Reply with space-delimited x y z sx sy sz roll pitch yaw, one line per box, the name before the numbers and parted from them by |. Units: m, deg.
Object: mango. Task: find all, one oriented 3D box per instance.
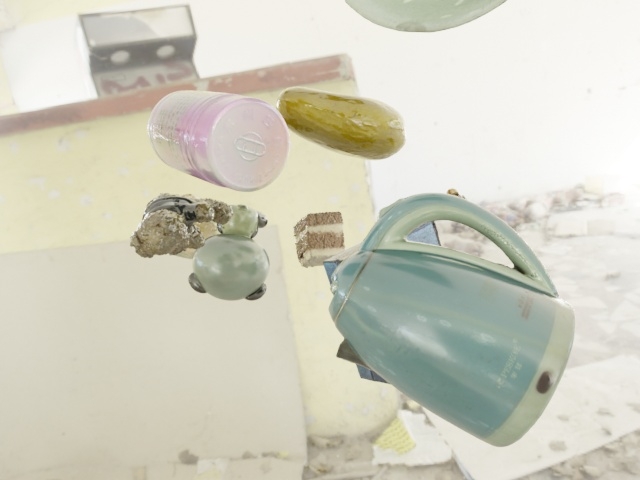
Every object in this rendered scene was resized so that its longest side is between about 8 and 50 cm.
mango | 0.051 -0.278 1.297 0.332 0.142 0.195 13 -3 -13

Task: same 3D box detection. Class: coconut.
coconut | -0.379 -0.031 1.567 0.195 0.194 0.194 -9 15 3

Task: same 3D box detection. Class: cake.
cake | 0.000 0.000 1.662 0.135 0.147 0.135 -7 -16 -23

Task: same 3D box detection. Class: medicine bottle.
medicine bottle | -0.179 -0.175 0.929 0.152 0.152 0.254 -19 26 -32

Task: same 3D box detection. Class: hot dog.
hot dog | 0.327 -0.084 1.308 0.041 0.056 0.133 10 -15 26

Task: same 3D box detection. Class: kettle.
kettle | 0.190 0.096 0.858 0.342 0.319 0.247 28 -2 7

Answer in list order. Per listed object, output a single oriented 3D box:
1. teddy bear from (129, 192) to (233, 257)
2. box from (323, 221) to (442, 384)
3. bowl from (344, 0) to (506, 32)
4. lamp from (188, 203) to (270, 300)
teddy bear | -0.291 -0.035 1.083 0.182 0.129 0.251 -44 1 13
box | 0.168 0.125 1.199 0.262 0.278 0.116 -24 12 -34
bowl | 0.192 -0.513 0.741 0.435 0.434 0.196 3 19 40
lamp | -0.224 0.033 1.398 0.198 0.243 0.197 7 -15 2
